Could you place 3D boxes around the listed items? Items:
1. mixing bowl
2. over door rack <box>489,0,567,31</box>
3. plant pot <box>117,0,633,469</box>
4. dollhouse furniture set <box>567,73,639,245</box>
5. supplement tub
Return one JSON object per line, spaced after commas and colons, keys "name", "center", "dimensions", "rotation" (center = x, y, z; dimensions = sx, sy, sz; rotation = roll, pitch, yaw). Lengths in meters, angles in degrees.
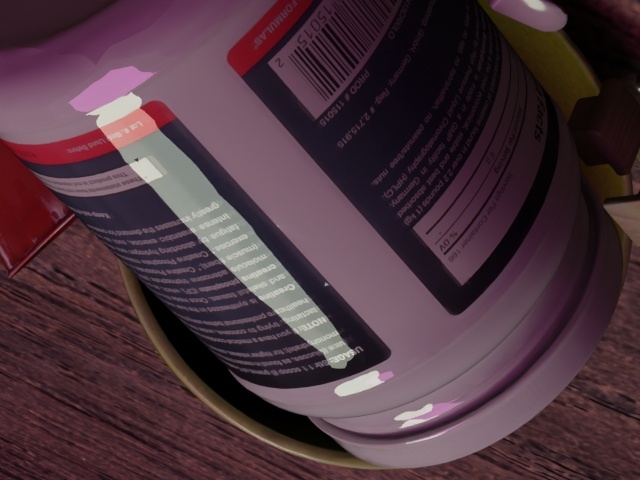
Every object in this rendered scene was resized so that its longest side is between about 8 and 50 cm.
{"name": "mixing bowl", "center": [-0.160, -0.072, 1.220], "dimensions": [0.098, 0.181, 0.181], "rotation": [48, 148, -4]}
{"name": "over door rack", "center": [0.265, -0.147, 0.767], "dimensions": [0.324, 0.108, 0.239], "rotation": [13, 150, -20]}
{"name": "plant pot", "center": [0.000, 0.000, 1.133], "dimensions": [0.275, 0.274, 0.293], "rotation": [29, 167, -7]}
{"name": "dollhouse furniture set", "center": [0.161, -0.113, 0.890], "dimensions": [0.101, 0.161, 0.182], "rotation": [-7, 138, 44]}
{"name": "supplement tub", "center": [-0.007, -0.045, 0.843], "dimensions": [0.191, 0.191, 0.272], "rotation": [-5, 137, 43]}
